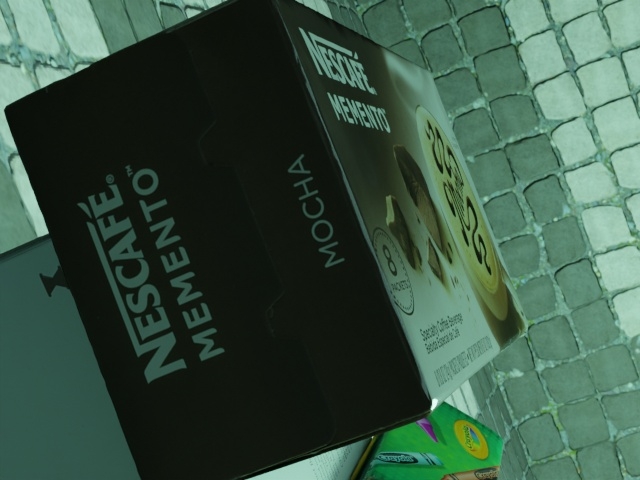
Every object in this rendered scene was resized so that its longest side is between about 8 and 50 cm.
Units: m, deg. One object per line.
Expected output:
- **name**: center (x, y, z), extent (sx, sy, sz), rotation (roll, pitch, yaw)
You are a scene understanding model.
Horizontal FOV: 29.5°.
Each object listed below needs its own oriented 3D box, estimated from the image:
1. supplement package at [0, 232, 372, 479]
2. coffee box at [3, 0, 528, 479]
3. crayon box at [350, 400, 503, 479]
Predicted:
- **supplement package**: center (-0.118, 0.092, 0.653), extent (0.199, 0.198, 0.263), rotation (67, 16, -5)
- **coffee box**: center (0.000, 0.000, 0.576), extent (0.168, 0.119, 0.297), rotation (70, 16, 5)
- **crayon box**: center (0.012, 0.246, 0.780), extent (0.081, 0.278, 0.165), rotation (30, 16, 5)
